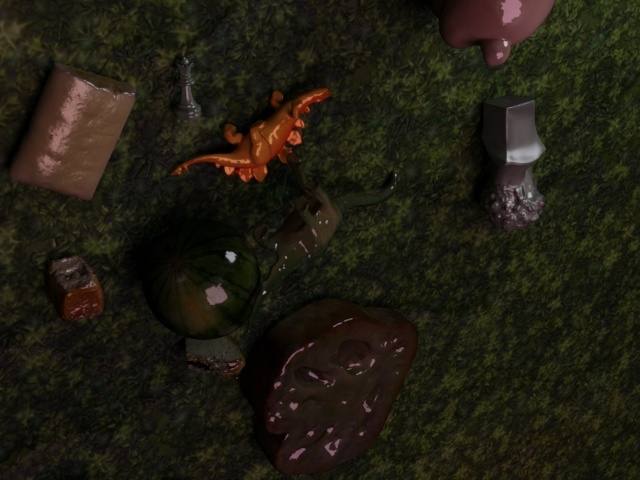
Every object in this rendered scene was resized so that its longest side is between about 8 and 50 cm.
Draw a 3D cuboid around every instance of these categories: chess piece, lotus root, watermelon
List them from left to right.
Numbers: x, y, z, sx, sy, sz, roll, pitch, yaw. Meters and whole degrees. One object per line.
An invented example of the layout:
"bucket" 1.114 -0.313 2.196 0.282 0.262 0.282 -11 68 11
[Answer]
"chess piece" -0.199 -0.228 1.728 0.042 0.042 0.093 -18 122 -31
"watermelon" -0.183 0.064 1.840 0.188 0.188 0.215 -49 156 -2
"lotus root" 0.025 0.268 2.219 0.375 0.111 0.390 -39 137 -14

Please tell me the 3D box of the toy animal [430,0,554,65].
"toy animal" 0.252 -0.425 1.831 0.210 0.229 0.221 -42 136 -17

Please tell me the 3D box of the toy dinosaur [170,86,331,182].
"toy dinosaur" -0.097 -0.150 1.850 0.288 0.070 0.117 -35 136 -10

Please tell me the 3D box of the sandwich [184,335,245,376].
"sandwich" -0.182 0.196 1.991 0.093 0.105 0.036 -20 130 -34

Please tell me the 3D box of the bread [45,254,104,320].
"bread" -0.368 0.071 1.758 0.076 0.083 0.070 -14 136 -29

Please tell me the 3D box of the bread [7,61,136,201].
"bread" -0.345 -0.150 1.638 0.139 0.060 0.178 11 111 -44

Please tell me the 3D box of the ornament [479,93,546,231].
"ornament" 0.359 -0.140 2.205 0.130 0.120 0.285 -30 133 -19

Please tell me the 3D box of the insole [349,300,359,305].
"insole" 0.073 0.183 2.273 0.064 0.004 0.188 -36 136 -15

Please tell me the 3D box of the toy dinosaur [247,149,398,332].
"toy dinosaur" 0.000 0.000 1.928 0.447 0.087 0.301 -64 151 -21
